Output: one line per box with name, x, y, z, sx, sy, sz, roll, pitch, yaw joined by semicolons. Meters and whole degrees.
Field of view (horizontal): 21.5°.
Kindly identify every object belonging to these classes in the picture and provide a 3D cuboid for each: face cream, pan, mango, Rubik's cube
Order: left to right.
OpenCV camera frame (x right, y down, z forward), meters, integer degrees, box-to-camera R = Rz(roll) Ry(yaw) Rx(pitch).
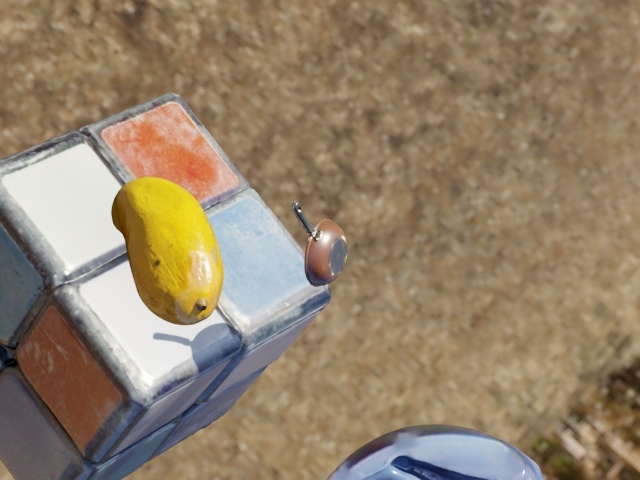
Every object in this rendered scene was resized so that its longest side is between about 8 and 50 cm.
Rubik's cube;-0.237;0.072;1.911;0.316;0.313;0.318;-28;165;-44
mango;-0.140;0.004;1.545;0.075;0.190;0.098;18;117;-37
pan;0.000;0.000;1.653;0.068;0.023;0.115;-65;148;-27
face cream;0.102;0.314;1.521;0.249;0.249;0.225;-40;157;-17
